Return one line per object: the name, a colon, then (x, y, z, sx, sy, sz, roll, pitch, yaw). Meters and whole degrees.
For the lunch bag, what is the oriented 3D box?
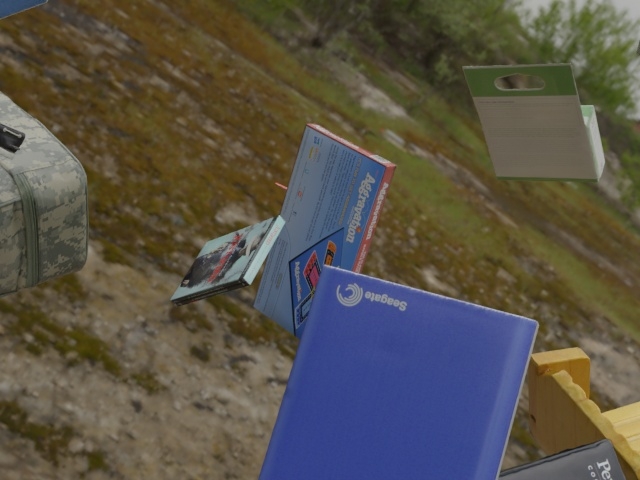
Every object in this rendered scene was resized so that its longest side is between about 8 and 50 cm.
lunch bag: (-0.509, -0.058, 1.288, 0.256, 0.213, 0.305, -22, 50, -38)

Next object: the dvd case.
dvd case: (-0.094, 0.021, 0.915, 0.013, 0.119, 0.087, 48, 49, -25)

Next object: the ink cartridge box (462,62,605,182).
ink cartridge box: (0.329, -0.189, 1.396, 0.171, 0.056, 0.235, 5, -42, 32)

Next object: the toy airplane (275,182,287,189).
toy airplane: (-0.018, -0.078, 1.788, 0.151, 0.028, 0.151, 19, 17, -6)

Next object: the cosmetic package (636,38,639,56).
cosmetic package: (0.649, -0.348, 1.325, 0.217, 0.156, 0.385, 29, 36, 34)

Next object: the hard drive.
hard drive: (0.055, 0.201, 0.838, 0.210, 0.319, 0.040, 14, -7, 21)

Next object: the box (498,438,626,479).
box: (0.224, 0.579, 1.240, 0.471, 0.297, 0.480, -9, 70, -27)

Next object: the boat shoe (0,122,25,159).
boat shoe: (-0.413, -0.144, 1.092, 0.125, 0.038, 0.046, 34, -2, -29)

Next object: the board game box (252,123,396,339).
board game box: (0.000, 0.000, 1.234, 0.145, 0.281, 0.027, 32, 25, 33)

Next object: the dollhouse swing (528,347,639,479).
dollhouse swing: (0.577, 0.337, 1.544, 0.347, 0.304, 0.315, -124, -163, -47)

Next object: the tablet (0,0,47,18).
tablet: (-0.363, -0.285, 1.051, 0.006, 0.083, 0.054, -115, -174, -47)
